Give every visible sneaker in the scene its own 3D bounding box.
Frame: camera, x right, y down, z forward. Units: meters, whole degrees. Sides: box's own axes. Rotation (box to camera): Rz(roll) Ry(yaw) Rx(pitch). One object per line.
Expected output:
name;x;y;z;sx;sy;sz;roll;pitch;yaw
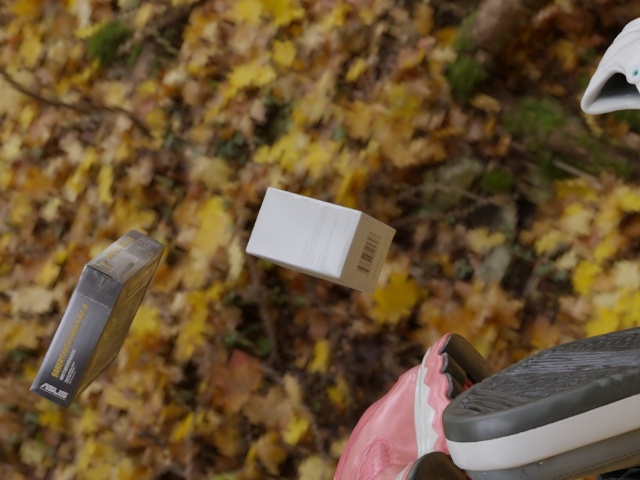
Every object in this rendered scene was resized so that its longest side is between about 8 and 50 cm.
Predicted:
sneaker;0.067;0.201;1.047;0.136;0.116;0.314;-36;14;27
sneaker;0.201;0.124;0.672;0.124;0.295;0.179;-7;93;66
sneaker;0.264;-0.127;0.986;0.094;0.080;0.212;-42;9;-25

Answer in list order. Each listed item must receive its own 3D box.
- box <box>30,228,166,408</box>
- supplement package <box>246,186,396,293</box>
box;-0.284;0.096;1.828;0.231;0.056;0.183;-59;-5;-76
supplement package;0.000;0.000;2.078;0.105;0.179;0.105;25;-97;-54
